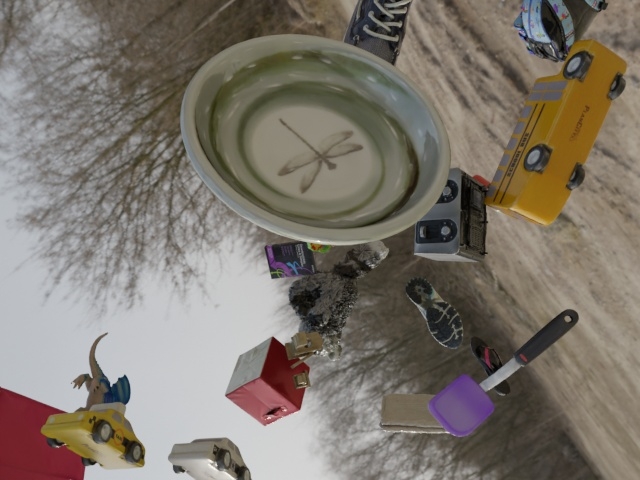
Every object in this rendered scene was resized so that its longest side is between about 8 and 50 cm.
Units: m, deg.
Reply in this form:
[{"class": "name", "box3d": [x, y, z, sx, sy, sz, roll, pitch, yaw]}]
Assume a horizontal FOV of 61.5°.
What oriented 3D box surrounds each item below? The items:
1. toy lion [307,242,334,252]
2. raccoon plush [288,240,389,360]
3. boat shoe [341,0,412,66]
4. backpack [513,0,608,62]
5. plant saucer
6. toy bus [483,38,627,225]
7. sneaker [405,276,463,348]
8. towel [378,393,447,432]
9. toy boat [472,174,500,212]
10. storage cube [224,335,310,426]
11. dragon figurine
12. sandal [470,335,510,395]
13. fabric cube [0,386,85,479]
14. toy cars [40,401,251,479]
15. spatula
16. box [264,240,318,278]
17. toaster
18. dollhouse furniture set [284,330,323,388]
[{"class": "toy lion", "box3d": [0.000, 0.000, 1.663, 0.034, 0.096, 0.100, 25, 148, 39]}, {"class": "raccoon plush", "box3d": [0.092, 0.238, 1.887, 0.216, 0.446, 0.299, 61, 178, 47]}, {"class": "boat shoe", "box3d": [0.119, -0.439, 1.080, 0.158, 0.127, 0.340, 123, 158, -58]}, {"class": "backpack", "box3d": [0.462, -0.464, 1.068, 0.173, 0.158, 0.117, 27, -173, -43]}, {"class": "plant saucer", "box3d": [-0.007, -0.147, 0.819, 0.400, 0.400, 0.100, 59, 153, 23]}, {"class": "toy bus", "box3d": [0.443, -0.200, 1.023, 0.108, 0.332, 0.130, 20, -175, -20]}, {"class": "sneaker", "box3d": [0.404, 0.249, 1.832, 0.122, 0.110, 0.283, 45, -166, -52]}, {"class": "towel", "box3d": [0.336, 0.568, 1.763, 0.187, 0.282, 0.049, -54, -38, -73]}, {"class": "toy boat", "box3d": [0.628, -0.215, 1.686, 0.148, 0.318, 0.267, 50, 172, 32]}, {"class": "storage cube", "box3d": [-0.178, 0.479, 1.839, 0.193, 0.183, 0.215, 44, -148, -21]}, {"class": "dragon figurine", "box3d": [-0.526, 0.373, 1.317, 0.144, 0.085, 0.289, 29, -123, -70]}, {"class": "sandal", "box3d": [0.469, 0.332, 1.463, 0.067, 0.040, 0.179, 3, -136, -27]}, {"class": "fabric cube", "box3d": [-0.621, 0.445, 0.984, 0.258, 0.254, 0.259, 64, -164, -56]}, {"class": "toy cars", "box3d": [-0.282, 0.358, 0.951, 0.394, 0.176, 0.087, 24, -134, -23]}, {"class": "spatula", "box3d": [0.317, 0.219, 0.912, 0.084, 0.296, 0.030, 49, -167, 14]}, {"class": "box", "box3d": [-0.096, 0.063, 1.775, 0.029, 0.162, 0.116, -59, -41, -70]}, {"class": "toaster", "box3d": [0.266, -0.046, 1.079, 0.186, 0.110, 0.168, 12, -101, -54]}, {"class": "dollhouse furniture set", "box3d": [-0.030, 0.377, 1.708, 0.182, 0.101, 0.161, 127, 131, -64]}]
